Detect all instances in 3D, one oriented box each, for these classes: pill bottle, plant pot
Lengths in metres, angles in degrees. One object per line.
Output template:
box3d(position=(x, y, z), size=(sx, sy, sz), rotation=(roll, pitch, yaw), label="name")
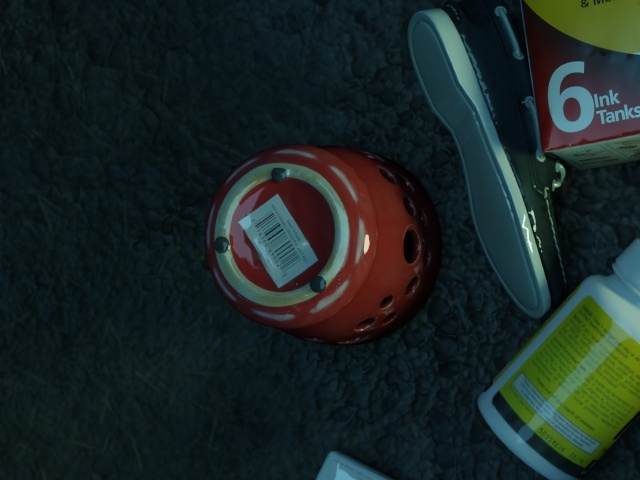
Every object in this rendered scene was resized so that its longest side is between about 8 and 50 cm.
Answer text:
box3d(position=(0.248, 0.106, 1.668), size=(0.119, 0.119, 0.208), rotation=(45, 103, 20), label="pill bottle")
box3d(position=(0.000, 0.000, 1.756), size=(0.191, 0.174, 0.191), rotation=(-2, 83, 21), label="plant pot")

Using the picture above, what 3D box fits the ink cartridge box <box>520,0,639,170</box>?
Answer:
box3d(position=(0.338, -0.226, 1.656), size=(0.309, 0.130, 0.272), rotation=(-11, 80, 22), label="ink cartridge box")

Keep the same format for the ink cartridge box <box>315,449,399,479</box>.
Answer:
box3d(position=(0.040, 0.333, 1.757), size=(0.181, 0.056, 0.225), rotation=(26, 89, 22), label="ink cartridge box")

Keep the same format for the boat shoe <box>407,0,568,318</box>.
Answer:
box3d(position=(0.176, -0.081, 1.725), size=(0.091, 0.114, 0.302), rotation=(-19, 91, -19), label="boat shoe")
